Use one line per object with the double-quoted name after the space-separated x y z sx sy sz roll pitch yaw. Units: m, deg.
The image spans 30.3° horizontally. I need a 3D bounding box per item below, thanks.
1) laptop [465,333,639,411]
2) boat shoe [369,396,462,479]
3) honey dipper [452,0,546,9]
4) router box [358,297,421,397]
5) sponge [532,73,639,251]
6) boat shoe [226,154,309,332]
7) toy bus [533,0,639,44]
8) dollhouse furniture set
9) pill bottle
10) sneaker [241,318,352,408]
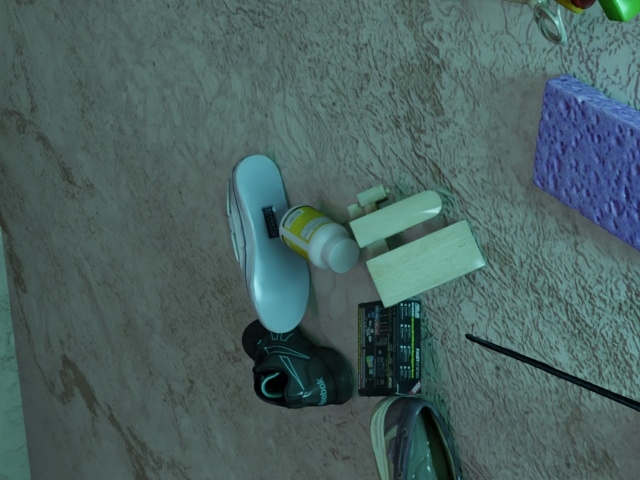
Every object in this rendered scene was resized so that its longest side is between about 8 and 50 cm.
0.338 0.276 0.945 0.382 0.236 0.407 22 124 56 "laptop"
0.136 0.332 1.479 0.092 0.103 0.285 161 97 -67 "boat shoe"
0.165 -0.250 1.182 0.161 0.031 0.030 25 126 51 "honey dipper"
0.086 0.135 1.481 0.092 0.038 0.122 -13 74 58 "router box"
0.279 -0.062 1.080 0.210 0.031 0.117 39 137 45 "sponge"
-0.080 0.006 1.709 0.084 0.095 0.258 165 98 -66 "boat shoe"
0.217 -0.281 0.991 0.191 0.104 0.202 54 173 -7 "toy bus"
0.114 -0.005 1.409 0.151 0.123 0.144 35 -148 -78 "dollhouse furniture set"
0.000 0.000 1.572 0.116 0.065 0.065 35 134 50 "pill bottle"
-0.062 0.178 1.741 0.267 0.106 0.101 20 124 57 "sneaker"
